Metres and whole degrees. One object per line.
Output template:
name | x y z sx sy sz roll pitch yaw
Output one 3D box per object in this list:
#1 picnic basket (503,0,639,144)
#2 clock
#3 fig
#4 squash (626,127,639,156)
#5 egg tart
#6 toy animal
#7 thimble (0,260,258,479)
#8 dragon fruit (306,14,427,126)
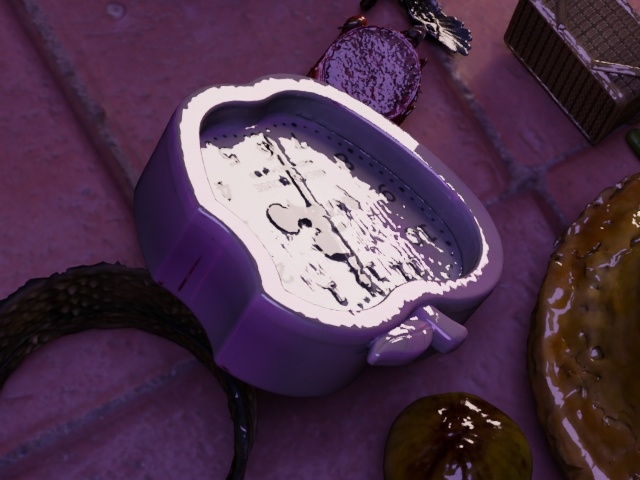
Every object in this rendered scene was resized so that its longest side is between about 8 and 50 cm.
picnic basket | 0.264 -0.187 1.858 0.079 0.115 0.164 -35 78 -17
clock | 0.000 0.000 1.694 0.338 0.102 0.338 21 39 -17
fig | 0.123 0.211 1.702 0.136 0.121 0.153 6 71 2
squash | 0.339 -0.079 1.876 0.089 0.027 0.027 41 72 11
egg tart | 0.411 0.103 1.737 0.443 0.178 0.443 2 69 -5
toy animal | 0.077 -0.274 1.910 0.220 0.062 0.108 36 89 6
thimble | -0.190 0.169 1.673 0.271 0.150 0.271 2 70 -4
dragon fruit | 0.041 -0.156 1.855 0.112 0.068 0.126 15 80 -7
